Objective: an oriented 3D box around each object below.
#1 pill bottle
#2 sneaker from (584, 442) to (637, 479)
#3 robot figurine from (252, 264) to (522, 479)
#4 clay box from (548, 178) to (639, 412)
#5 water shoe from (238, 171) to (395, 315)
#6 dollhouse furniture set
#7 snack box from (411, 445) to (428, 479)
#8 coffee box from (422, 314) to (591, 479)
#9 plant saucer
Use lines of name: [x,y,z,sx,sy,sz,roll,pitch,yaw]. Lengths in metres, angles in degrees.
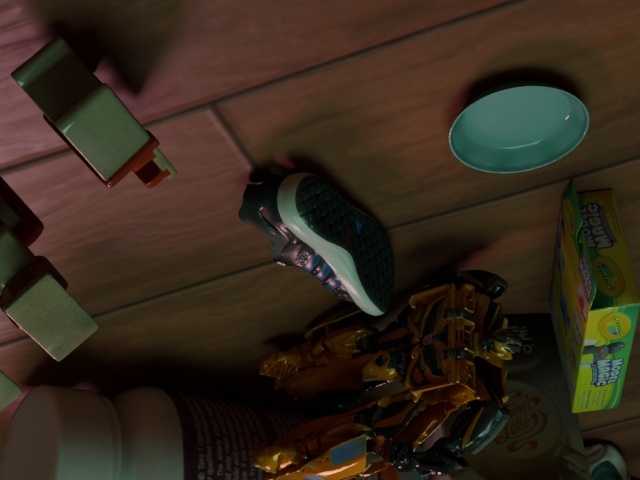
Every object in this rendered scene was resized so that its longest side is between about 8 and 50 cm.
pill bottle: [-0.120,0.272,1.779,0.392,0.224,0.224,13,141,-27]
sneaker: [0.342,0.341,2.064,0.107,0.110,0.275,-20,145,18]
robot figurine: [0.063,0.134,1.635,0.085,0.211,0.291,28,140,-37]
clay box: [0.253,0.051,1.604,0.053,0.127,0.222,-6,147,-2]
water shoe: [0.000,0.000,1.554,0.080,0.073,0.203,0,148,31]
dollhouse furniture set: [-0.247,-0.019,1.324,0.259,0.262,0.135,-41,146,-5]
snack box: [0.212,0.327,1.947,0.187,0.060,0.322,12,159,49]
coffee box: [0.178,0.202,1.705,0.141,0.246,0.098,-2,145,-9]
plant saucer: [0.166,-0.100,1.459,0.119,0.021,0.119,-4,146,-3]
